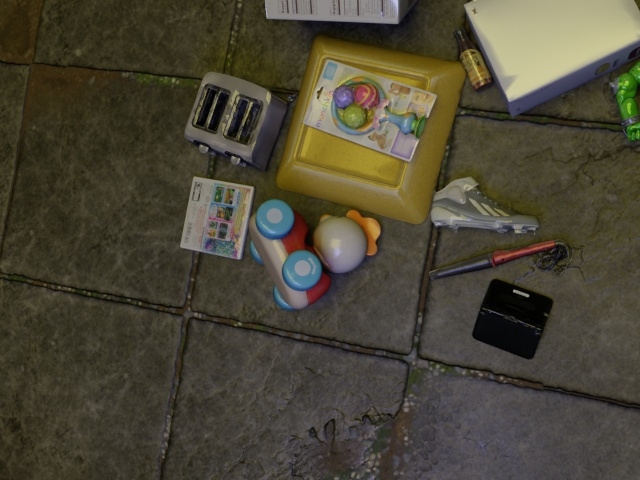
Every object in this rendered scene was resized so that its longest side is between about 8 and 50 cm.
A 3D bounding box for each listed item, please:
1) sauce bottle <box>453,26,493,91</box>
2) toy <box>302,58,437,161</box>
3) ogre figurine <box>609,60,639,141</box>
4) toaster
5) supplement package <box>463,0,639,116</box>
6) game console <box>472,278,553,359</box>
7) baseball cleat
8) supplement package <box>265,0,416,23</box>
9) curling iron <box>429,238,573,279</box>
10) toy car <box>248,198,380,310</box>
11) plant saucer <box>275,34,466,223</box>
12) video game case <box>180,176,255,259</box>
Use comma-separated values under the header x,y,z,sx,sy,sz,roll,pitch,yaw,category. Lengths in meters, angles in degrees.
x,y,z,sx,sy,sz,roll,pitch,yaw,category
0.293,-0.353,1.523,0.042,0.042,0.128,-26,79,14,sauce bottle
0.086,-0.254,1.490,0.237,0.056,0.137,23,92,17,toy
0.608,-0.279,1.398,0.197,0.097,0.118,-37,89,23,ogre figurine
-0.168,-0.252,1.621,0.168,0.110,0.186,21,93,16,toaster
0.427,-0.382,1.431,0.261,0.145,0.204,-25,80,15,supplement package
0.365,0.149,1.491,0.122,0.071,0.107,20,63,16,game console
0.313,-0.068,1.488,0.205,0.072,0.110,4,82,13,baseball cleat
0.044,-0.539,1.491,0.262,0.199,0.198,7,123,17,supplement package
0.341,0.046,1.490,0.273,0.035,0.068,-8,85,16,curling iron
0.000,0.000,1.541,0.237,0.219,0.210,-25,78,-15,toy car
0.087,-0.231,1.559,0.332,0.081,0.333,16,92,16,plant saucer
-0.220,-0.049,1.673,0.143,0.019,0.157,11,89,17,video game case
